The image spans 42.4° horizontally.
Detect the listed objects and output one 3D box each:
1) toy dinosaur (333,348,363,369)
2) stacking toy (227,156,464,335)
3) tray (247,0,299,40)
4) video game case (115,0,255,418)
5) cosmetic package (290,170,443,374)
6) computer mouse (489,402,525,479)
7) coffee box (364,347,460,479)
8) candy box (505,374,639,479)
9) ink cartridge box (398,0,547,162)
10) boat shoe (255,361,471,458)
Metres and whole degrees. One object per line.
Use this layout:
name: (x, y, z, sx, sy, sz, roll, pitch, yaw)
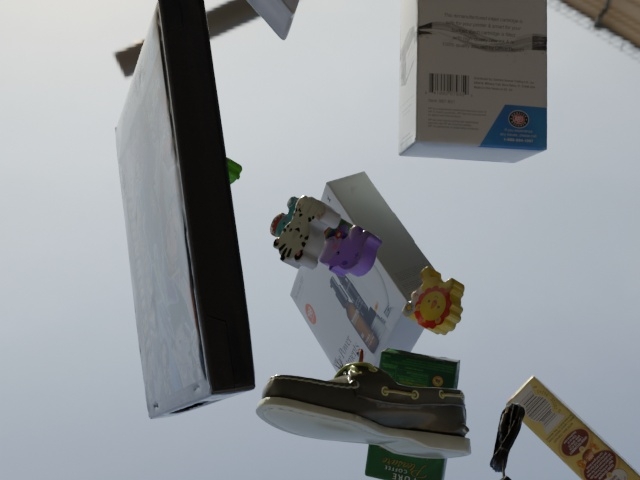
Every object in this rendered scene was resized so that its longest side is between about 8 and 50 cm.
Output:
toy dinosaur: (0.064, 0.221, 1.337, 0.090, 0.082, 0.047, 29, -172, 15)
stacking toy: (0.000, 0.000, 0.706, 0.221, 0.167, 0.052, 30, -89, 53)
tray: (-0.090, -0.414, 1.142, 0.030, 0.270, 0.145, 6, -111, 34)
video game case: (-0.116, -0.008, 0.642, 0.035, 0.248, 0.275, -4, -103, -22)
cosmetic package: (0.075, 0.098, 1.588, 0.097, 0.377, 0.284, -16, -122, -25)
computer mouse: (0.170, 0.235, 0.814, 0.041, 0.071, 0.242, 24, -152, 6)
coffee box: (0.130, 0.252, 1.166, 0.113, 0.184, 0.040, 7, -178, 16)
candy box: (0.517, 0.409, 1.650, 0.087, 0.183, 0.316, -46, -106, 5)
ink cartridge box: (0.252, -0.296, 1.381, 0.223, 0.129, 0.307, 2, -95, -9)
boat shoe: (0.059, 0.202, 1.014, 0.305, 0.109, 0.091, 18, -117, -28)
